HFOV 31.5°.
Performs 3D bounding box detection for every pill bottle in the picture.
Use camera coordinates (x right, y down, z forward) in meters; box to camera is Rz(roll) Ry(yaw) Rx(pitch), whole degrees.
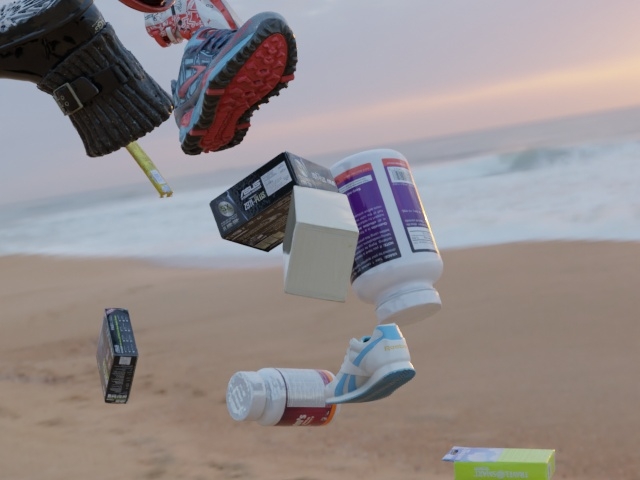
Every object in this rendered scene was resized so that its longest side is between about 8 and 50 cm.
[{"bbox_3d":[-0.076,0.325,2.354,0.221,0.121,0.121,6,-5,-36],"label":"pill bottle"},{"bbox_3d":[0.124,-0.002,2.186,0.181,0.323,0.181,-15,-20,-6],"label":"pill bottle"}]

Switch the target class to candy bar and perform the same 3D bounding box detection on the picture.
[{"bbox_3d":[-0.348,-0.148,2.266,0.018,0.161,0.040,-46,-16,32],"label":"candy bar"}]

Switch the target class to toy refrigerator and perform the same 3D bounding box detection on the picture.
[{"bbox_3d":[0.000,0.000,1.621,0.094,0.102,0.269,9,12,-5],"label":"toy refrigerator"}]

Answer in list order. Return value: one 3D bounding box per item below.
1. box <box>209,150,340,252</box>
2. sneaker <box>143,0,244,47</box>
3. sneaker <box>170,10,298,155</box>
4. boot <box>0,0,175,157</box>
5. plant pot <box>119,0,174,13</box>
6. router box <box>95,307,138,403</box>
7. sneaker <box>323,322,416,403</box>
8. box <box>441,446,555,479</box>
[{"bbox_3d":[-0.077,-0.066,1.993,0.180,0.077,0.147,-33,-26,24],"label":"box"},{"bbox_3d":[-0.223,-0.380,2.060,0.145,0.270,0.090,-39,-21,10],"label":"sneaker"},{"bbox_3d":[-0.119,-0.201,1.310,0.104,0.125,0.262,-11,-17,-33],"label":"sneaker"},{"bbox_3d":[-0.424,-0.249,1.810,0.348,0.260,0.131,-8,38,38],"label":"boot"},{"bbox_3d":[-0.208,-0.404,1.498,0.174,0.191,0.191,-32,-8,30],"label":"plant pot"},{"bbox_3d":[-0.308,0.173,1.714,0.038,0.092,0.122,4,30,-21],"label":"router box"},{"bbox_3d":[0.075,0.207,1.839,0.087,0.092,0.229,0,-24,-32],"label":"sneaker"},{"bbox_3d":[0.306,0.384,1.942,0.178,0.042,0.109,-2,2,19],"label":"box"}]
